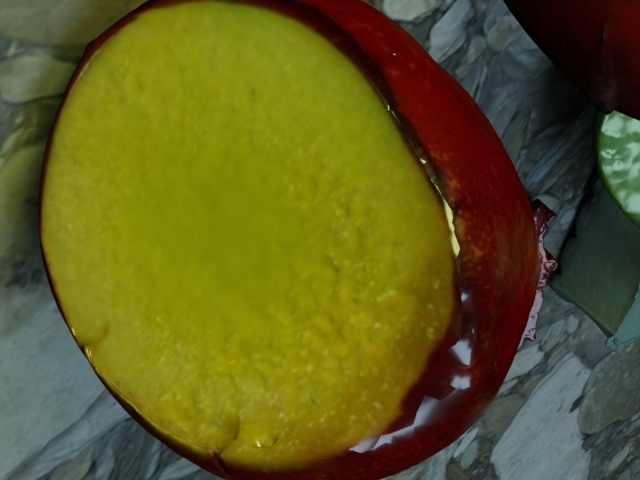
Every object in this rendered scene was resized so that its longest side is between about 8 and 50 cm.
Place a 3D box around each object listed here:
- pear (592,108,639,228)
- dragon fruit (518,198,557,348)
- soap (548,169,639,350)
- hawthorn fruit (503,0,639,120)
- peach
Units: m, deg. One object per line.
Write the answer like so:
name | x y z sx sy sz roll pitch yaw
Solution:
pear | 0.281 -0.114 1.352 0.239 0.139 0.288 -7 125 -28
dragon fruit | 0.144 0.038 1.415 0.131 0.063 0.097 -48 150 1
soap | 0.312 -0.013 1.542 0.261 0.094 0.150 -21 141 -38
hawthorn fruit | 0.230 -0.218 1.039 0.265 0.265 0.307 -20 132 -39
peach | 0.000 0.000 0.980 0.245 0.275 0.249 -14 142 -40
